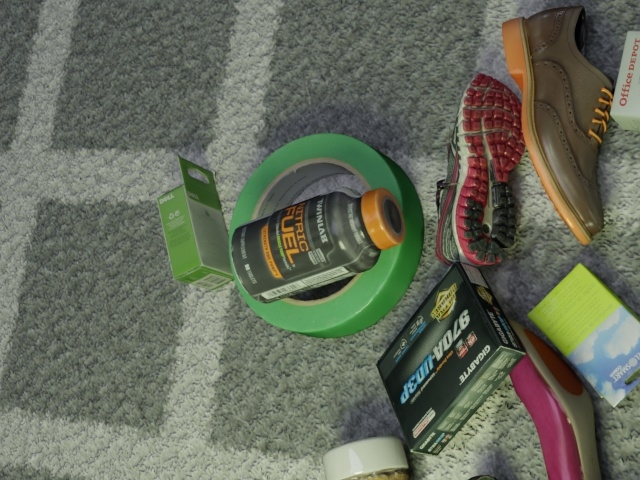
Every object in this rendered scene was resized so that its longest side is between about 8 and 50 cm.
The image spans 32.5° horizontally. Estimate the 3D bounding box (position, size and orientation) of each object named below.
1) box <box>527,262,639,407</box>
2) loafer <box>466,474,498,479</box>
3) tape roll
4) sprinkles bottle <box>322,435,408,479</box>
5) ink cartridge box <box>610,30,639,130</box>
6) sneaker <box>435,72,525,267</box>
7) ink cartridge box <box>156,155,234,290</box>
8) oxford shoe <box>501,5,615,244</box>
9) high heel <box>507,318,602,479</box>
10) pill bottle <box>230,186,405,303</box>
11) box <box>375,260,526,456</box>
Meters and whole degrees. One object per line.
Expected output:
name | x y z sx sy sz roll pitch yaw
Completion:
box | 0.382 0.130 1.503 0.109 0.042 0.178 -48 59 14
loafer | 0.266 0.435 1.456 0.096 0.084 0.267 -13 72 -19
tape roll | 0.005 -0.008 1.747 0.321 0.077 0.321 -9 73 30
sprinkles bottle | 0.096 0.460 1.547 0.121 0.121 0.355 -23 67 25
ink cartridge box | 0.498 -0.212 1.499 0.175 0.072 0.127 10 84 32
sneaker | 0.221 -0.106 1.622 0.112 0.121 0.299 -19 57 59
ink cartridge box | -0.214 -0.028 1.864 0.062 0.109 0.209 -25 66 23
oxford shoe | 0.356 -0.173 1.548 0.133 0.130 0.363 -18 69 20
high heel | 0.298 0.293 1.472 0.181 0.127 0.377 -42 56 24
pill bottle | 0.000 0.000 1.625 0.246 0.130 0.130 -20 68 26
box | 0.177 0.166 1.548 0.220 0.051 0.175 -55 35 28
